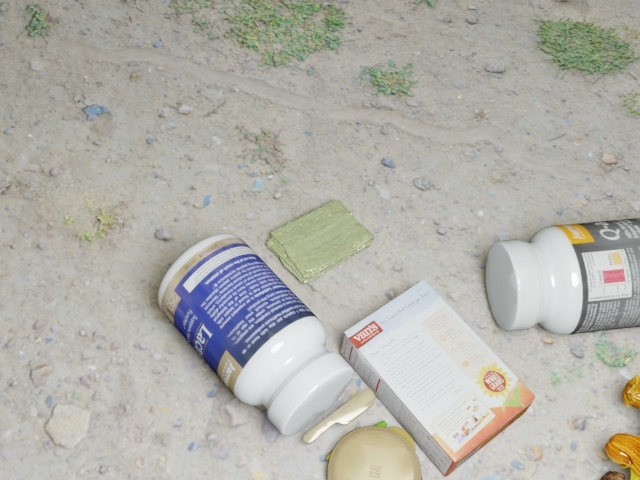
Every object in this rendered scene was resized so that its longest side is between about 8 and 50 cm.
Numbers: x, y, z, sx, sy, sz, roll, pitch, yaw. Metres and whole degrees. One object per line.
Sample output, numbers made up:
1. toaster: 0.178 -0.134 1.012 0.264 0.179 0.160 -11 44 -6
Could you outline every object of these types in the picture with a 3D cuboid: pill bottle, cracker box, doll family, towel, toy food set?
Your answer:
1. pill bottle: -0.088 0.126 1.067 0.153 0.153 0.264 -35 64 -25
2. cracker box: 0.159 0.185 1.097 0.155 0.067 0.232 -30 64 -23
3. pill bottle: 0.396 0.053 1.150 0.278 0.162 0.162 -5 56 -8
4. doll family: 0.466 0.262 1.035 0.163 0.118 0.263 30 59 16
5. towel: 0.000 0.000 1.238 0.148 0.027 0.110 -30 62 -21
6. toy food set: 0.074 0.305 1.032 0.132 0.038 0.192 -32 68 -15
